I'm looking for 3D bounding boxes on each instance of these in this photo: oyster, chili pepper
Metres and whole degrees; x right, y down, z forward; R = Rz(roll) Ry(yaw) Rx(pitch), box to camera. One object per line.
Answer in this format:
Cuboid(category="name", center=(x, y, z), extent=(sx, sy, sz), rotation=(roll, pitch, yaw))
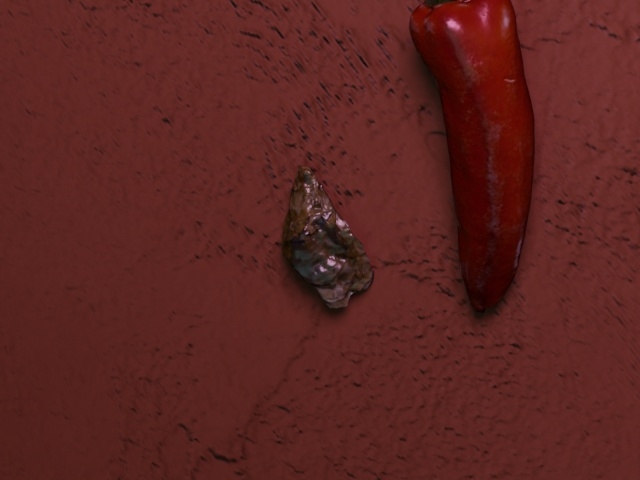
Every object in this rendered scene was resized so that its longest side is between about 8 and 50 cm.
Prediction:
Cuboid(category="oyster", center=(-0.003, 0.001, 1.229), extent=(0.051, 0.034, 0.093), rotation=(-35, 91, 21))
Cuboid(category="chili pepper", center=(0.097, -0.075, 1.142), extent=(0.063, 0.071, 0.272), rotation=(-17, 114, -14))
